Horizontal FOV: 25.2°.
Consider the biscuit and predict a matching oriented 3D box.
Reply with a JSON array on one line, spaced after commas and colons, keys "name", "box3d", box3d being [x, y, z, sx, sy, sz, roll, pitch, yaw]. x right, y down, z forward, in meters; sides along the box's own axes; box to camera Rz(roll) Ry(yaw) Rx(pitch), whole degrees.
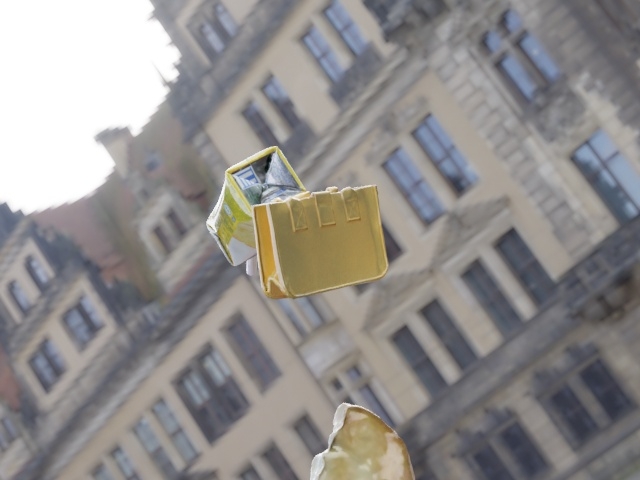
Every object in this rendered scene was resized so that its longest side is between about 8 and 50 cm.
[{"name": "biscuit", "box3d": [0.026, 0.335, 1.584, 0.299, 0.154, 0.045, -60, 0, -25]}]

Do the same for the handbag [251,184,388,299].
[{"name": "handbag", "box3d": [0.000, 0.000, 0.847, 0.083, 0.061, 0.027, -10, 3, -41]}]

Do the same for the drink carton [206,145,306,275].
[{"name": "drink carton", "box3d": [-0.073, -0.025, 1.521, 0.084, 0.074, 0.200, -31, -10, -22]}]
